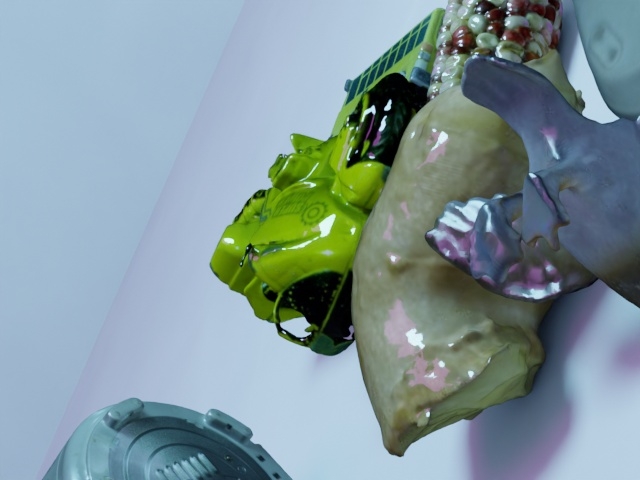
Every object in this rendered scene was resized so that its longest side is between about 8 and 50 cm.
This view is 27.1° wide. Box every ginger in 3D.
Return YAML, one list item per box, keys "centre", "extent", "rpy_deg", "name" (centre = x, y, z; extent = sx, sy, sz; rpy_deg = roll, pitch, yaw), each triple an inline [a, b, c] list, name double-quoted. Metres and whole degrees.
- centre: [0.095, 0.009, 0.842]
  extent: [0.152, 0.138, 0.267]
  rpy_deg: [13, 90, 54]
  name: "ginger"

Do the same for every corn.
- centre: [0.122, -0.099, 0.988]
  extent: [0.092, 0.092, 0.280]
  rpy_deg: [-38, 33, 60]
  name: "corn"

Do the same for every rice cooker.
- centre: [-0.141, 0.272, 1.059]
  extent: [0.227, 0.241, 0.280]
  rpy_deg: [-54, -17, 24]
  name: "rice cooker"

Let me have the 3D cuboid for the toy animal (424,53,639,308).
- centre: [0.136, 0.002, 0.641]
  extent: [0.272, 0.160, 0.197]
  rpy_deg: [-30, 59, 43]
  name: "toy animal"

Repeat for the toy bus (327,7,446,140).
- centre: [0.083, -0.122, 1.165]
  extent: [0.175, 0.088, 0.101]
  rpy_deg: [-33, 35, 60]
  name: "toy bus"

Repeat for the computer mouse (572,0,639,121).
- centre: [0.228, -0.219, 0.810]
  extent: [0.197, 0.095, 0.331]
  rpy_deg: [132, 148, -53]
  name: "computer mouse"

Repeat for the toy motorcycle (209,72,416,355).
- centre: [0.002, 0.001, 1.097]
  extent: [0.206, 0.142, 0.342]
  rpy_deg: [-66, 8, -17]
  name: "toy motorcycle"
